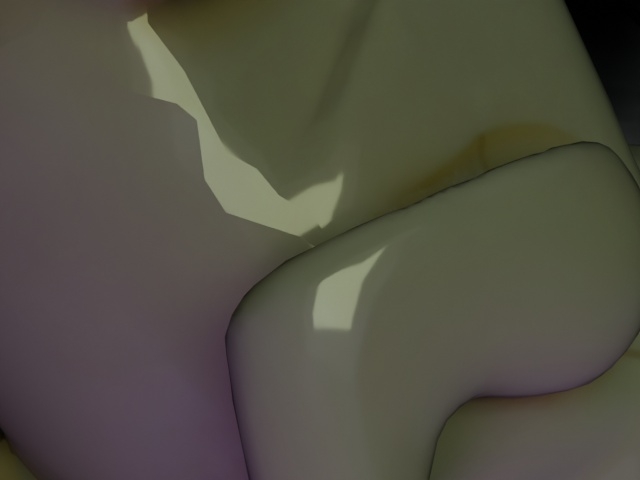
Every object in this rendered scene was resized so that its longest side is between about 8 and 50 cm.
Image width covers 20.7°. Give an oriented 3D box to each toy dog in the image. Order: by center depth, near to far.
[{"bbox_3d":[0.000,0.000,0.565,0.408,0.284,0.395,43,40,-14],"label":"toy dog"}]

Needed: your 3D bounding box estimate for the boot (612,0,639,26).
[{"bbox_3d":[0.155,-0.291,0.701,0.284,0.138,0.377,-33,78,-8],"label":"boot"}]
